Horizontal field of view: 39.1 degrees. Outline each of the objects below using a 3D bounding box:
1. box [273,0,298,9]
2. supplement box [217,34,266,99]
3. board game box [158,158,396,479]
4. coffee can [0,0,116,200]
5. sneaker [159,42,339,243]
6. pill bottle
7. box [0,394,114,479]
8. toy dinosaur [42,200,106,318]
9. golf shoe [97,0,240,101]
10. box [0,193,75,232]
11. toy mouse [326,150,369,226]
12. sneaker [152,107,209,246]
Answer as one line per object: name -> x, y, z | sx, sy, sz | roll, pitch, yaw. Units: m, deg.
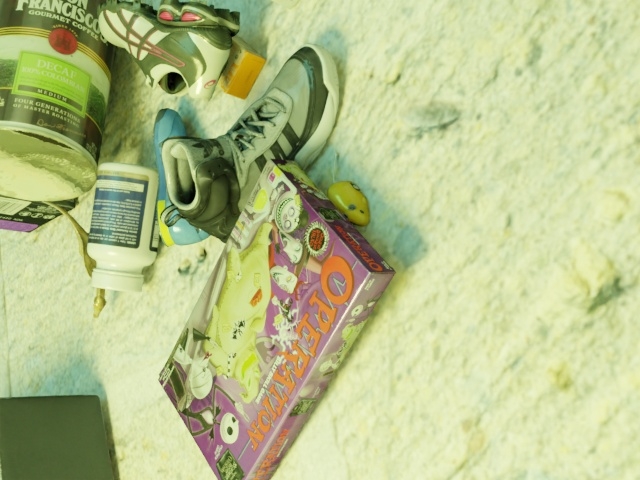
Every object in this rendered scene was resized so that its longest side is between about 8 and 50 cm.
box -> -0.062, -0.398, 1.052 | 0.181, 0.182, 0.119 | -43, 55, 28
supplement box -> -0.122, -0.236, 1.176 | 0.098, 0.036, 0.062 | 45, 112, 38
board game box -> -0.066, 0.105, 1.034 | 0.208, 0.056, 0.346 | 46, 120, 33
coffee can -> -0.400, -0.222, 1.279 | 0.202, 0.201, 0.275 | -20, 58, 39
sneaker -> -0.088, -0.115, 1.045 | 0.101, 0.153, 0.268 | 41, 110, 38
pill bottle -> -0.267, -0.017, 1.231 | 0.094, 0.094, 0.169 | 4, 85, 43
box -> -0.429, 0.400, 1.246 | 0.294, 0.183, 0.296 | -31, 65, 36
toy dinosaur -> -0.323, 0.014, 1.270 | 0.053, 0.092, 0.183 | -16, 104, 8
golf shoe -> -0.217, -0.253, 1.178 | 0.273, 0.105, 0.120 | 17, 99, 48
box -> -0.496, -0.166, 1.416 | 0.143, 0.165, 0.270 | -22, 69, 39
toy mouse -> 0.000, 0.000, 1.028 | 0.143, 0.031, 0.161 | -47, 55, 26
sneaker -> -0.174, -0.088, 1.190 | 0.082, 0.069, 0.209 | -13, 61, 7
